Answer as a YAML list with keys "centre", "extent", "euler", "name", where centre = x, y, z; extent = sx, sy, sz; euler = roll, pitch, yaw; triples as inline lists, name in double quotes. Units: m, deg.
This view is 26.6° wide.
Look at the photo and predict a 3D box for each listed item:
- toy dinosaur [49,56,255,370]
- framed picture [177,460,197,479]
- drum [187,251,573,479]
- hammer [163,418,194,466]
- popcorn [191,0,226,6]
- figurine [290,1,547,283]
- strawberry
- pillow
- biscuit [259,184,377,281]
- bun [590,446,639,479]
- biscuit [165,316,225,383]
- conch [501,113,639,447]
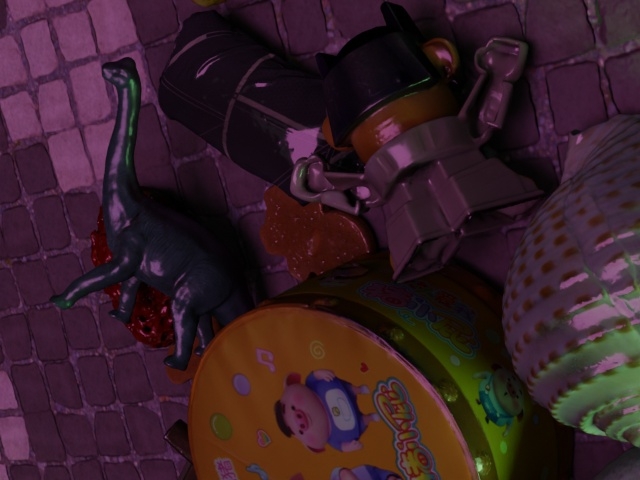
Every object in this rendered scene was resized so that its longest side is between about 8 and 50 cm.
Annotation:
- centre: [-0.159, -0.014, 1.731]
  extent: [0.384, 0.129, 0.330]
  euler: [24, 99, -3]
  name: "toy dinosaur"
- centre: [-0.122, 0.464, 1.944]
  extent: [0.289, 0.020, 0.211]
  euler: [43, 127, 22]
  name: "framed picture"
- centre: [0.065, 0.231, 1.571]
  extent: [0.431, 0.214, 0.431]
  euler: [14, 115, 34]
  name: "drum"
- centre: [-0.059, 0.364, 1.725]
  extent: [0.365, 0.111, 0.043]
  euler: [43, 154, -3]
  name: "hammer"
- centre: [-0.179, -0.435, 1.586]
  extent: [0.265, 0.225, 0.332]
  euler: [-8, 110, 36]
  name: "popcorn"
- centre: [0.101, -0.119, 1.476]
  extent: [0.309, 0.143, 0.308]
  euler: [-2, 78, 7]
  name: "figurine"
- centre: [-0.254, 0.048, 1.863]
  extent: [0.190, 0.111, 0.236]
  euler: [13, 113, 34]
  name: "strawberry"
- centre: [-0.065, -0.158, 1.652]
  extent: [0.335, 0.093, 0.161]
  euler: [34, 117, 27]
  name: "pillow"
- centre: [-0.001, -0.006, 1.690]
  extent: [0.184, 0.027, 0.133]
  euler: [13, 113, 35]
  name: "biscuit"
- centre: [0.383, 0.376, 1.363]
  extent: [0.355, 0.194, 0.354]
  euler: [-4, 80, 22]
  name: "bun"
- centre: [-0.120, 0.167, 1.839]
  extent: [0.236, 0.040, 0.144]
  euler: [-34, 89, 39]
  name: "biscuit"
- centre: [0.311, 0.040, 1.328]
  extent: [0.303, 0.215, 0.319]
  euler: [-19, 92, 31]
  name: "conch"
